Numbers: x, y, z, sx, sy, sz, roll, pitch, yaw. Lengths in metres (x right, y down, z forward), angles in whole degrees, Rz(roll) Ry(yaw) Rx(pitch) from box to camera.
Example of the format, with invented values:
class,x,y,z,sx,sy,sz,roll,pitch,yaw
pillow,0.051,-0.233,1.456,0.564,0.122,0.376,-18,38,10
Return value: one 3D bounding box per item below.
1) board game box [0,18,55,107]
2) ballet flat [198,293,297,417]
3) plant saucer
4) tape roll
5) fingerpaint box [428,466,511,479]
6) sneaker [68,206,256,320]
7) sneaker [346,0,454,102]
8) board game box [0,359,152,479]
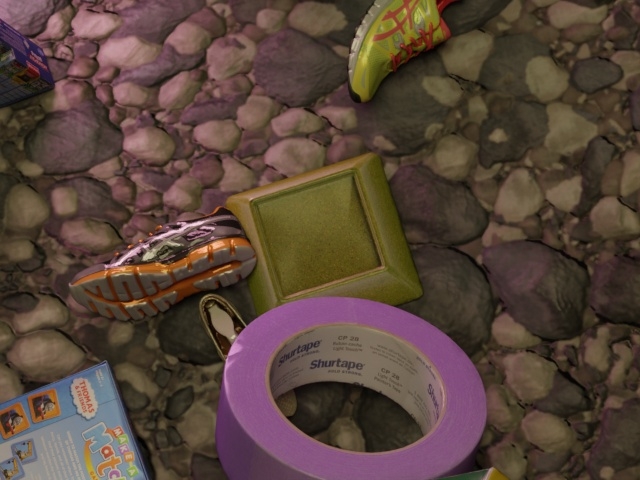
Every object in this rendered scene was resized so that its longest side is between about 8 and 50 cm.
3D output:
class,x,y,z,sx,sy,sz,roll,pitch,yaw
board game box,-0.444,-0.192,2.076,0.194,0.194,0.060,-26,68,12
ballet flat,-0.087,0.129,1.968,0.057,0.052,0.168,-36,71,-6
plant saucer,0.000,0.000,2.008,0.188,0.045,0.188,-17,69,1
tape roll,0.031,0.182,1.844,0.275,0.090,0.275,7,40,-6
fingerpaint box,0.151,0.490,1.556,0.371,0.163,0.445,39,58,-20
sneaker,-0.180,0.025,2.010,0.215,0.084,0.083,-15,51,0
sneaker,0.101,-0.243,2.064,0.094,0.081,0.208,26,75,13
board game box,-0.306,0.245,1.960,0.211,0.039,0.160,-22,70,0
